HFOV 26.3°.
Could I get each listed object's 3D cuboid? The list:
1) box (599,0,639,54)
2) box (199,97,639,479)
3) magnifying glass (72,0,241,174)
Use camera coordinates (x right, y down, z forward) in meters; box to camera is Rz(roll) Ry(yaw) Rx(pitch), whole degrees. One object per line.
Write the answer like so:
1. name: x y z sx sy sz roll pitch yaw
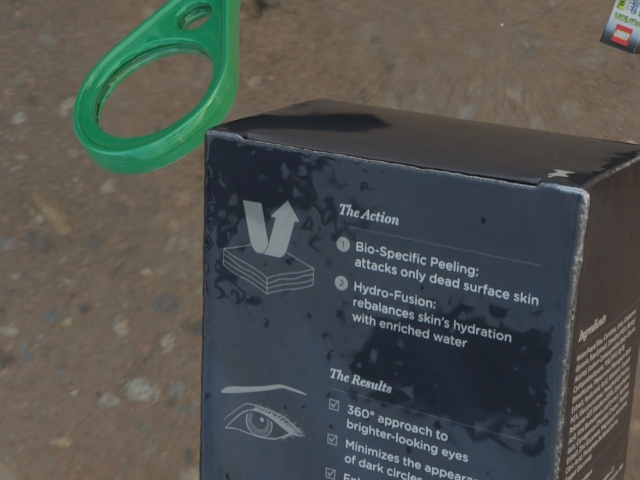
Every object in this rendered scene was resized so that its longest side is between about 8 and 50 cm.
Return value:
1. box: 0.334 -0.235 1.307 0.036 0.207 0.114 27 109 24
2. box: 0.040 0.035 0.543 0.156 0.093 0.158 12 109 29
3. magnifying glass: -0.066 -0.131 0.785 0.092 0.026 0.231 7 57 30
